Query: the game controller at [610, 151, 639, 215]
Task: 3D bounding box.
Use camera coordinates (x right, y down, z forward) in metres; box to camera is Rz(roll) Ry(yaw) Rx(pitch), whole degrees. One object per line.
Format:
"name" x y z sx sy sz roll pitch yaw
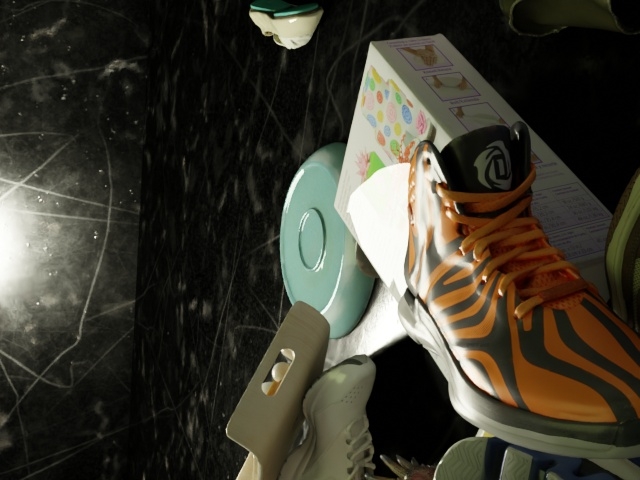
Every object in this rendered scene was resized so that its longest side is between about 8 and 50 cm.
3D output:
"game controller" 0.317 0.044 0.569 0.166 0.067 0.319 116 146 -42

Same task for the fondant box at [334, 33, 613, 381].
"fondant box" 0.141 -0.019 0.815 0.330 0.096 0.238 57 150 35

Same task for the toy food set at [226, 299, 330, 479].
"toy food set" -0.078 0.251 1.181 0.306 0.092 0.220 97 -161 -55

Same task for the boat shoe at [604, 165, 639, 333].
"boat shoe" 0.257 0.045 0.556 0.095 0.095 0.257 53 158 44

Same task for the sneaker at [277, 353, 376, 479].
"sneaker" 0.035 0.292 1.152 0.129 0.111 0.297 41 130 38

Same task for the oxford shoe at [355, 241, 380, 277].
"oxford shoe" 0.100 -0.044 1.062 0.076 0.076 0.212 -74 0 -59

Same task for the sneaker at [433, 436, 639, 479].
"sneaker" 0.265 0.211 0.609 0.315 0.182 0.127 23 114 32

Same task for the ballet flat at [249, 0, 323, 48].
"ballet flat" -0.054 -0.377 1.398 0.248 0.086 0.086 -138 54 -60

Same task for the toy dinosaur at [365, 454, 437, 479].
"toy dinosaur" 0.064 0.350 0.915 0.127 0.295 0.200 48 175 26

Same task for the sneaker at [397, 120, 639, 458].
"sneaker" 0.129 0.014 0.562 0.321 0.124 0.180 -145 47 -65

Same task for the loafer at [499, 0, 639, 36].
"loafer" 0.248 -0.223 0.697 0.251 0.094 0.087 168 106 -64

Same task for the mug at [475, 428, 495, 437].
"mug" 0.200 0.201 0.828 0.078 0.062 0.064 25 102 56

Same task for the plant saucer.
"plant saucer" 0.000 0.000 1.284 0.317 0.043 0.318 -179 90 -66
